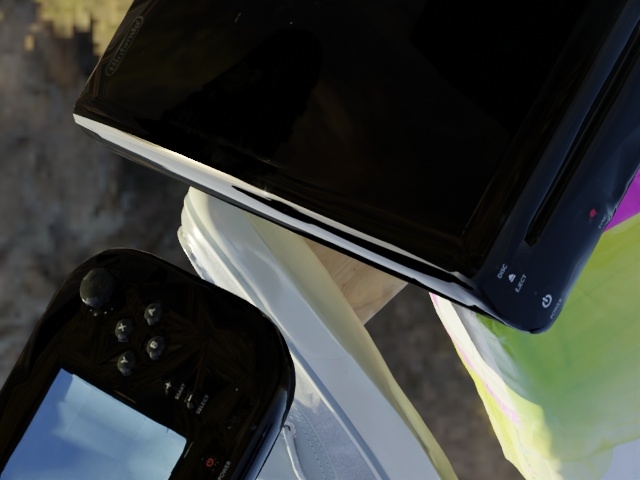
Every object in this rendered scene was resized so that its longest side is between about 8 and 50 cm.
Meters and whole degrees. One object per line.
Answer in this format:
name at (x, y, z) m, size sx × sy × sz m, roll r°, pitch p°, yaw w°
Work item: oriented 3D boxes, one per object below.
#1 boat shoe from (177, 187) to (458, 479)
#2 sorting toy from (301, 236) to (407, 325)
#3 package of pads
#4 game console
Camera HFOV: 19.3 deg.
boat shoe at (-0.008, 0.076, 0.777) m, size 0.081 × 0.227 × 0.079 m, roll -30°, pitch -156°, yaw 6°
sorting toy at (0.000, 0.000, 1.413) m, size 0.274 × 0.132 × 0.046 m, roll -42°, pitch -173°, yaw -31°
package of pads at (0.167, 0.008, 0.860) m, size 0.229 × 0.101 × 0.296 m, roll -29°, pitch 151°, yaw 1°
game console at (-0.035, 0.034, 0.572) m, size 0.044 × 0.361 × 0.213 m, roll 32°, pitch 174°, yaw -40°
